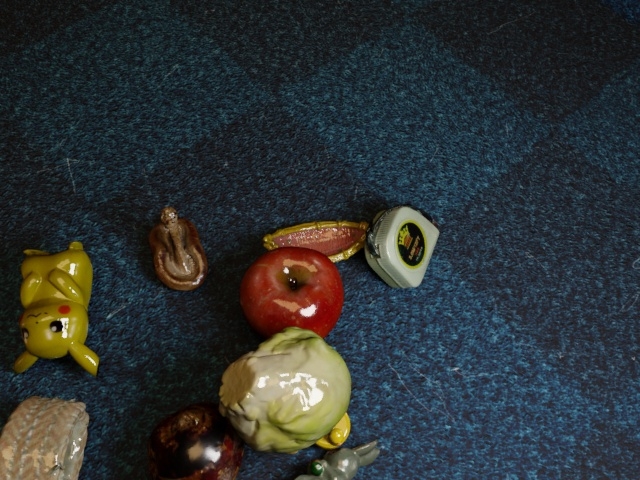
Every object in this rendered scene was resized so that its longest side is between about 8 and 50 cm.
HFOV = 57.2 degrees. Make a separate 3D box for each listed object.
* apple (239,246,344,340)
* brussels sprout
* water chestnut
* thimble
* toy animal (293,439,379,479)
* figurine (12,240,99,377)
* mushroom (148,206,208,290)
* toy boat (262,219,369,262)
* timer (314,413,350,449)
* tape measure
[{"bbox_3d":[-0.069,0.140,1.466,0.260,0.217,0.261,2,61,-4],"label":"apple"},{"bbox_3d":[-0.071,0.319,1.264,0.273,0.317,0.243,-22,55,-2],"label":"brussels sprout"},{"bbox_3d":[-0.267,0.476,1.294,0.223,0.238,0.224,-23,34,17],"label":"water chestnut"},{"bbox_3d":[-0.594,0.461,1.261,0.148,0.196,0.229,7,32,-5],"label":"thimble"},{"bbox_3d":[0.029,0.538,1.345,0.108,0.138,0.236,9,27,40],"label":"toy animal"},{"bbox_3d":[-0.648,0.169,1.424,0.217,0.169,0.327,-10,60,6],"label":"figurine"},{"bbox_3d":[-0.374,0.004,1.506,0.147,0.218,0.227,-23,67,-17],"label":"mushroom"},{"bbox_3d":[-0.003,0.003,1.616,0.317,0.099,0.141,-7,62,-13],"label":"toy boat"},{"bbox_3d":[0.019,0.435,1.379,0.107,0.109,0.107,2,62,-4],"label":"timer"},{"bbox_3d":[0.214,-0.008,1.599,0.207,0.115,0.235,43,58,-28],"label":"tape measure"}]
